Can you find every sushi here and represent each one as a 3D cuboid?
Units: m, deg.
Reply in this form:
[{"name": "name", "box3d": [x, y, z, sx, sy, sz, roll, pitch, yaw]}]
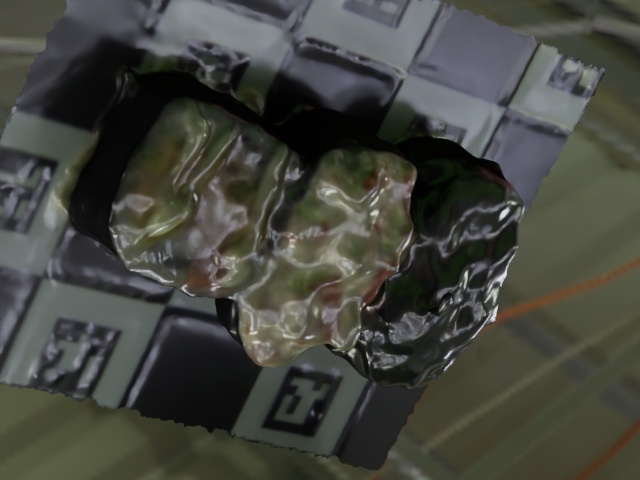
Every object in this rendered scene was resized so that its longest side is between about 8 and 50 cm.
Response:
[{"name": "sushi", "box3d": [0.000, 0.000, 1.087, 0.373, 0.296, 0.100, 19, -165, -41]}]
